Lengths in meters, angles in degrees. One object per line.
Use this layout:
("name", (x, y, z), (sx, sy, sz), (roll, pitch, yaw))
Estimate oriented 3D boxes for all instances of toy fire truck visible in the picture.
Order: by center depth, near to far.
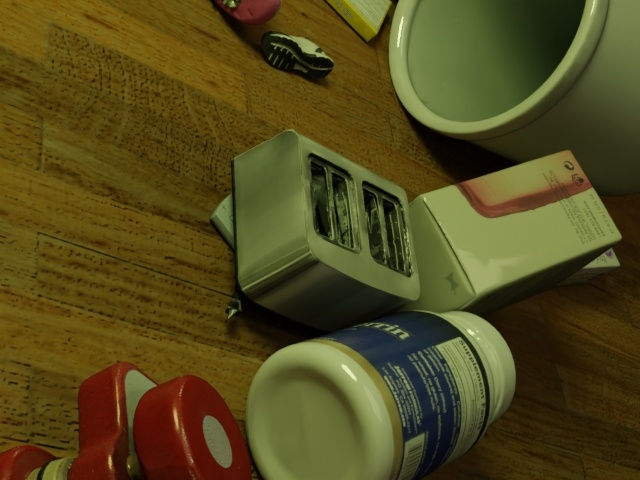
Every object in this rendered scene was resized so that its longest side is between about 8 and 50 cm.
("toy fire truck", (-0.094, 0.246, 0.682), (0.254, 0.169, 0.302), (53, 17, -47))

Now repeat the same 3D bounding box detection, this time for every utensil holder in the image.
("utensil holder", (0.343, -0.250, 1.433), (0.385, 0.327, 0.328), (18, 49, -43))

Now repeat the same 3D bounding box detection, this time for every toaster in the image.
("toaster", (0.000, 0.000, 0.996), (0.168, 0.110, 0.186), (24, 49, -39))

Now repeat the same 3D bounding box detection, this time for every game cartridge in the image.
("game cartridge", (-0.077, -0.023, 1.030), (0.056, 0.017, 0.083), (56, 35, -5))

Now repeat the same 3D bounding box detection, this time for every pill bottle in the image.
("pill bottle", (0.068, 0.148, 0.939), (0.264, 0.153, 0.153), (-10, 69, -52))

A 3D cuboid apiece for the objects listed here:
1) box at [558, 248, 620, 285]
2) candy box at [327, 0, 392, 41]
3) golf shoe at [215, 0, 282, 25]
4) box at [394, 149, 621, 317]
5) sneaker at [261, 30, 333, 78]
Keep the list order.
("box", (0.302, 0.026, 1.379), (0.324, 0.063, 0.067), (0, 63, -48))
("candy box", (0.013, -0.376, 1.405), (0.206, 0.027, 0.105), (43, 40, -15))
("golf shoe", (-0.098, -0.393, 1.225), (0.140, 0.115, 0.306), (-1, 64, -53))
("box", (0.193, 0.005, 1.142), (0.232, 0.148, 0.127), (-17, 73, -32))
("sneaker", (-0.034, -0.231, 1.234), (0.109, 0.040, 0.044), (17, 34, -45))
